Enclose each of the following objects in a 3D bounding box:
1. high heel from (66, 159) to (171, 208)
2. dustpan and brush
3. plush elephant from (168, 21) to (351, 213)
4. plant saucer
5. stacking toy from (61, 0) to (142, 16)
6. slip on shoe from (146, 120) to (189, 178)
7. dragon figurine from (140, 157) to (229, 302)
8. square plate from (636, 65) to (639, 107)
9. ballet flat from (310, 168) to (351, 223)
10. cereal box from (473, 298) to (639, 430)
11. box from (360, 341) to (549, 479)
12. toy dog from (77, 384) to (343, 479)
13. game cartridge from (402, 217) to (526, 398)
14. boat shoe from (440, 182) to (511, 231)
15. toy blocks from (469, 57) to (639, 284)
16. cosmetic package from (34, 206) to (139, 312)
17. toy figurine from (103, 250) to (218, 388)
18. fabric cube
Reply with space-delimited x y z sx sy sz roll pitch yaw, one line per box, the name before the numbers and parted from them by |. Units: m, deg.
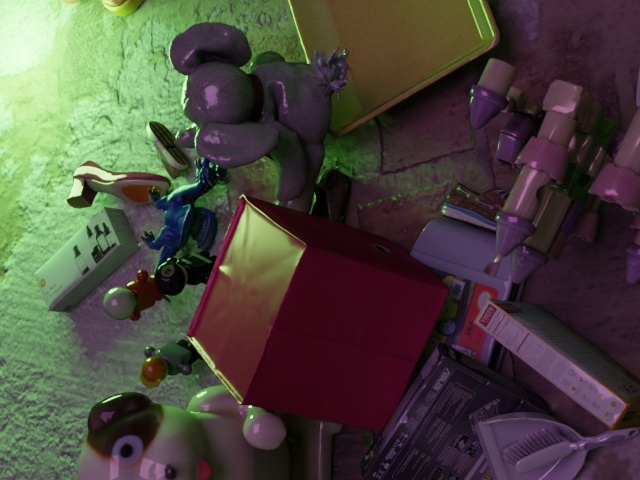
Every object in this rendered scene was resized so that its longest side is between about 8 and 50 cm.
high heel | -0.396 -0.130 2.033 0.244 0.082 0.117 -10 49 29
dustpan and brush | 0.341 0.289 1.424 0.211 0.060 0.147 -21 112 0
plush elephant | -0.120 -0.202 1.628 0.330 0.255 0.272 124 142 -57
plant saucer | 0.123 -0.376 1.676 0.333 0.081 0.333 -27 68 30
stacking toy | -0.495 -0.632 2.125 0.309 0.130 0.279 15 93 36
slip on shoe | -0.304 -0.178 1.977 0.135 0.051 0.041 51 124 23
dragon figurine | -0.253 -0.025 1.892 0.144 0.085 0.289 6 86 36
square plate | 0.600 -0.350 1.349 0.344 0.049 0.347 4 86 36
ballet flat | 0.000 0.000 1.724 0.084 0.058 0.250 11 90 37
cereal box | 0.343 0.166 1.385 0.240 0.173 0.047 39 107 34
box | 0.194 0.290 1.482 0.183 0.056 0.231 28 104 -8
toy dog | -0.191 0.343 1.597 0.395 0.408 0.284 7 87 36
game cartridge | 0.199 0.121 1.570 0.196 0.060 0.294 18 94 40
boat shoe | 0.266 -0.047 1.535 0.183 0.066 0.066 19 93 36
toy blocks | 0.308 -0.060 1.369 0.309 0.288 0.260 26 93 32
cosmetic package | -0.479 0.041 2.062 0.239 0.060 0.099 -40 62 25
toy figurine | -0.258 0.138 1.803 0.213 0.148 0.209 -23 91 30
fabric cube | -0.011 0.108 1.545 0.254 0.258 0.259 39 109 58
